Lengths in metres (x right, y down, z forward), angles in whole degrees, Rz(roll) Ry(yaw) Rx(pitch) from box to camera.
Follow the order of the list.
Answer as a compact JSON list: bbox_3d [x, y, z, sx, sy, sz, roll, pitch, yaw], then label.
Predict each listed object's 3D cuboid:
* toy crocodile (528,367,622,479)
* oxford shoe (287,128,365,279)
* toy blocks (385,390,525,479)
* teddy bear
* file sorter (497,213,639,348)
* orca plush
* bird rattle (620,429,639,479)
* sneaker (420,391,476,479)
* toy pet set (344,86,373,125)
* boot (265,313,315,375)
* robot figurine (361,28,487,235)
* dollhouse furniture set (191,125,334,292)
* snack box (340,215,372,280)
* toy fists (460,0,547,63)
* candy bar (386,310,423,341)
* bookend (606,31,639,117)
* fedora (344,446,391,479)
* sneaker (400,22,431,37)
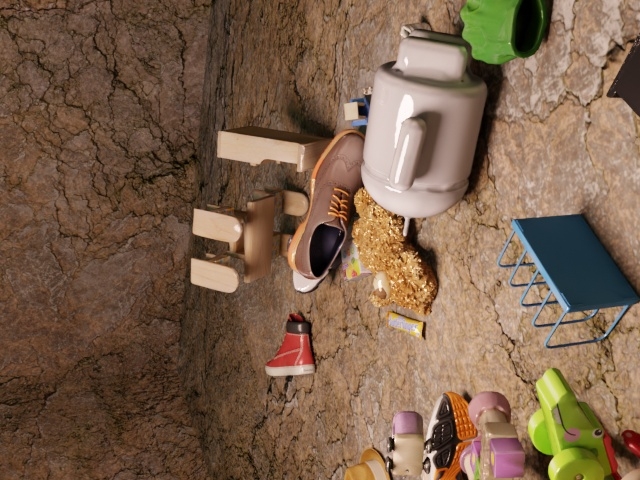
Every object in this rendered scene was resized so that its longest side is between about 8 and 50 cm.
[{"bbox_3d":[0.350,0.318,1.050,0.115,0.105,0.341,-95,-14,-72],"label":"toy crocodile"},{"bbox_3d":[0.039,-0.078,1.865,0.133,0.130,0.364,-150,76,-69],"label":"oxford shoe"},{"bbox_3d":[0.241,0.368,1.259,0.260,0.308,0.289,-87,0,-73],"label":"toy blocks"},{"bbox_3d":[0.131,0.026,1.735,0.245,0.113,0.338,111,149,-48],"label":"teddy bear"},{"bbox_3d":[0.351,0.060,1.179,0.104,0.118,0.170,104,153,-44],"label":"file sorter"},{"bbox_3d":[0.000,0.000,2.076,0.102,0.151,0.287,34,-124,-69],"label":"orca plush"},{"bbox_3d":[0.415,0.338,0.956,0.143,0.207,0.254,-10,92,50],"label":"bird rattle"},{"bbox_3d":[0.229,0.411,1.554,0.121,0.099,0.262,-155,66,-71],"label":"sneaker"},{"bbox_3d":[0.116,-0.287,1.838,0.114,0.065,0.122,-2,94,33],"label":"toy pet set"},{"bbox_3d":[-0.093,0.306,2.363,0.244,0.088,0.176,-22,71,59],"label":"boot"},{"bbox_3d":[0.182,-0.192,1.456,0.300,0.199,0.353,-46,-32,-59],"label":"robot figurine"},{"bbox_3d":[-0.125,-0.082,2.119,0.256,0.362,0.394,12,107,25],"label":"dollhouse furniture set"},{"bbox_3d":[0.083,0.021,1.949,0.100,0.037,0.141,151,116,-64],"label":"snack box"},{"bbox_3d":[0.301,-0.423,1.288,0.142,0.096,0.279,28,117,54],"label":"toy fists"},{"bbox_3d":[0.183,0.182,1.743,0.161,0.018,0.040,-167,76,-67],"label":"candy bar"},{"bbox_3d":[0.446,-0.195,0.972,0.157,0.072,0.156,-114,29,-41],"label":"bookend"},{"bbox_3d":[0.105,0.588,1.897,0.194,0.079,0.194,178,90,-68],"label":"fedora"},{"bbox_3d":[0.196,-0.365,1.597,0.054,0.061,0.152,126,135,-55],"label":"sneaker"}]
